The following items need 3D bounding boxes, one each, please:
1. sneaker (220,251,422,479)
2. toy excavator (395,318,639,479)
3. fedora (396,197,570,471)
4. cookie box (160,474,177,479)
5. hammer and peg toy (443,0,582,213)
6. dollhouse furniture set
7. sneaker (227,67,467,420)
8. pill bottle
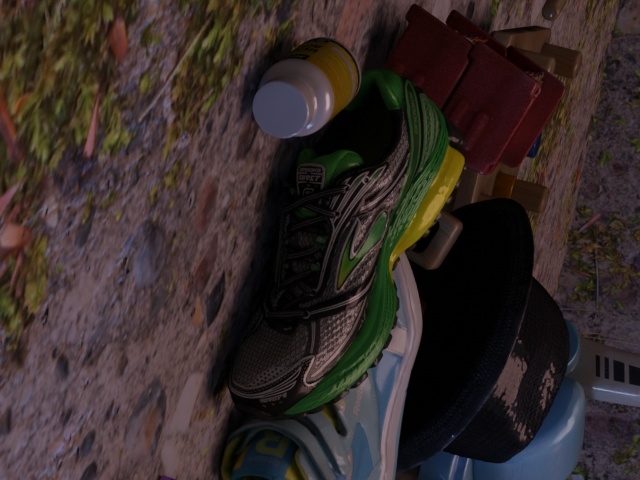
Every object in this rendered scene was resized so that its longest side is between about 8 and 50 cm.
[{"bbox_3d":[-0.003,0.134,1.669,0.208,0.127,0.319,-12,104,-61],"label":"sneaker"},{"bbox_3d":[0.286,0.171,2.151,0.222,0.445,0.433,82,27,-59],"label":"toy excavator"},{"bbox_3d":[0.173,0.122,1.949,0.334,0.152,0.334,-46,-154,30],"label":"fedora"},{"bbox_3d":[-0.119,0.255,1.500,0.107,0.040,0.091,69,39,-68],"label":"cookie box"},{"bbox_3d":[0.234,-0.192,2.226,0.266,0.127,0.361,-26,130,-69],"label":"hammer and peg toy"},{"bbox_3d":[0.086,-0.046,1.850,0.374,0.152,0.201,-59,169,10],"label":"dollhouse furniture set"},{"bbox_3d":[0.000,0.000,1.585,0.146,0.134,0.343,45,62,-45],"label":"sneaker"},{"bbox_3d":[-0.013,-0.122,1.459,0.116,0.065,0.065,-48,150,-63],"label":"pill bottle"}]
